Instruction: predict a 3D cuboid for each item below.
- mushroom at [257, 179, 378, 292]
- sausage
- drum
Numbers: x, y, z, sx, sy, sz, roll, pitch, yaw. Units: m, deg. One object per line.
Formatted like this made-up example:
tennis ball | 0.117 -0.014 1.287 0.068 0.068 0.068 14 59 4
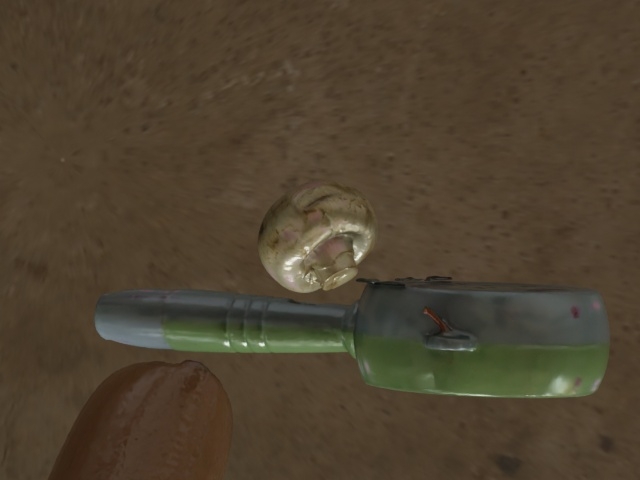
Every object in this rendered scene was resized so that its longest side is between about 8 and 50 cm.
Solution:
mushroom | 0.000 0.000 1.202 0.083 0.083 0.067 -27 64 -6
sausage | -0.144 0.211 1.278 0.123 0.123 0.253 25 61 -8
drum | 0.022 0.041 0.875 0.130 0.253 0.049 1 91 -50
